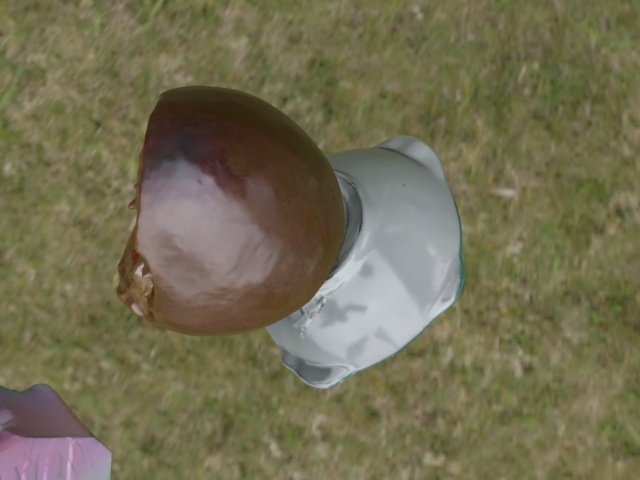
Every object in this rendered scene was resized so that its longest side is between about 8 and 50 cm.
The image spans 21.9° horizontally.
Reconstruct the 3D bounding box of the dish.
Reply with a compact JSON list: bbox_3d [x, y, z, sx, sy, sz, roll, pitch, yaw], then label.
[{"bbox_3d":[0.000,0.000,1.353,0.246,0.078,0.224,17,80,40],"label":"dish"}]

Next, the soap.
[{"bbox_3d":[-0.371,0.261,1.755,0.109,0.324,0.193,31,129,29],"label":"soap"}]

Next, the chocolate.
[{"bbox_3d":[-0.054,-0.015,0.829,0.127,0.133,0.124,-15,83,7],"label":"chocolate"}]
